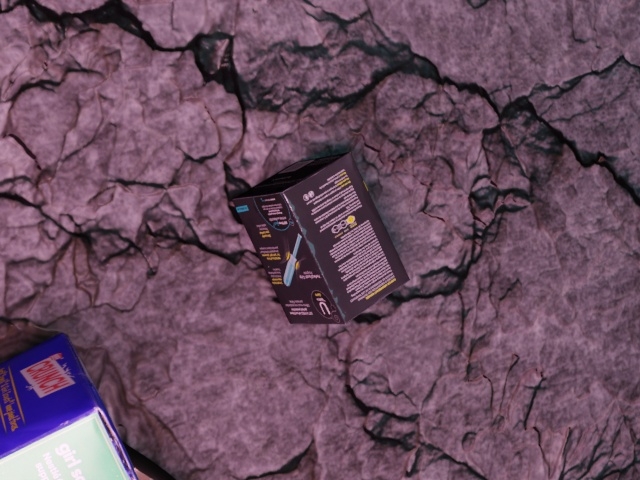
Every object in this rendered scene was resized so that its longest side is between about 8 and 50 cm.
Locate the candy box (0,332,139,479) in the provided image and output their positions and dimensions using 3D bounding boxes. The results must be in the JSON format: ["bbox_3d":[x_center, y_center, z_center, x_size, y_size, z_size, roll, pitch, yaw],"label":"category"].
[{"bbox_3d":[-0.319,0.221,1.167,0.317,0.268,0.122,-27,105,-10],"label":"candy box"}]

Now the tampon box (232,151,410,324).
[{"bbox_3d":[0.000,0.000,1.533,0.101,0.120,0.161,-32,104,-29],"label":"tampon box"}]

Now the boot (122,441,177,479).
[{"bbox_3d":[-0.252,0.238,1.380,0.305,0.112,0.115,29,84,-20],"label":"boot"}]
